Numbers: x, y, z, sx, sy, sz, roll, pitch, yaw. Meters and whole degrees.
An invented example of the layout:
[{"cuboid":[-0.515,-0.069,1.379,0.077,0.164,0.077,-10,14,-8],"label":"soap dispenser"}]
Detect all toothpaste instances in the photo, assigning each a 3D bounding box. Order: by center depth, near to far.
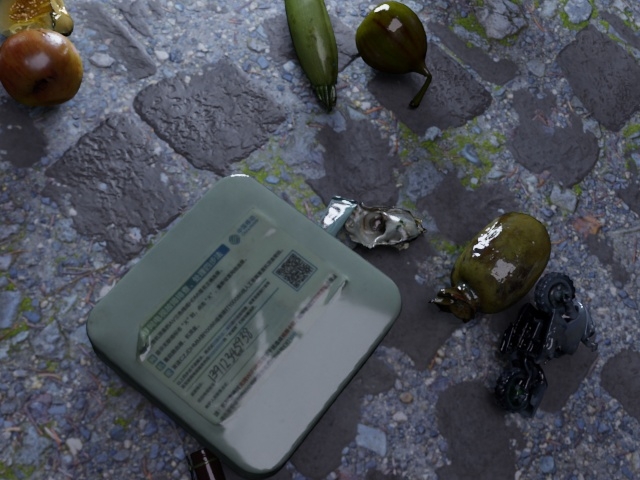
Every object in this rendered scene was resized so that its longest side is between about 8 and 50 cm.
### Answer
[{"cuboid":[0.000,0.000,1.430,0.056,0.036,0.205,17,60,27],"label":"toothpaste"}]

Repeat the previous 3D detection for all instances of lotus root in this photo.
[{"cuboid":[0.315,0.060,1.432,0.154,0.154,0.278,46,66,5],"label":"lotus root"}]

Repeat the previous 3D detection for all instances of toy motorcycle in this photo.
[{"cuboid":[0.413,0.197,1.423,0.159,0.106,0.270,28,82,-31],"label":"toy motorcycle"}]

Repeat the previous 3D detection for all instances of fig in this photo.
[{"cuboid":[0.158,-0.390,1.567,0.186,0.142,0.148,39,91,16],"label":"fig"}]

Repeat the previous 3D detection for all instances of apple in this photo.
[{"cuboid":[-0.487,-0.294,1.356,0.147,0.146,0.146,5,68,-13],"label":"apple"}]

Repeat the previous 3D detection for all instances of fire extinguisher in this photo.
[{"cuboid":[-0.163,0.404,1.225,0.064,0.043,0.158,-20,75,-4],"label":"fire extinguisher"}]

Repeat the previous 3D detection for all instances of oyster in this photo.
[{"cuboid":[0.128,-0.018,1.464,0.166,0.053,0.108,0,43,-7],"label":"oyster"}]

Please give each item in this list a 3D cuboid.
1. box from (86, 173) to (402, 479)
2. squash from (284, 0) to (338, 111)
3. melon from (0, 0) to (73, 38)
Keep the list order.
[{"cuboid":[-0.121,0.128,1.279,0.396,0.111,0.396,37,68,12],"label":"box"},{"cuboid":[-0.016,-0.416,1.559,0.095,0.094,0.340,-6,72,-17],"label":"squash"},{"cuboid":[-0.525,-0.409,1.429,0.128,0.079,0.160,-22,68,0],"label":"melon"}]
